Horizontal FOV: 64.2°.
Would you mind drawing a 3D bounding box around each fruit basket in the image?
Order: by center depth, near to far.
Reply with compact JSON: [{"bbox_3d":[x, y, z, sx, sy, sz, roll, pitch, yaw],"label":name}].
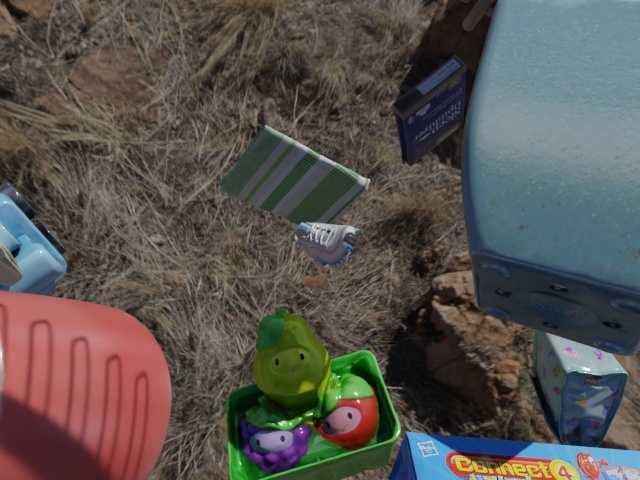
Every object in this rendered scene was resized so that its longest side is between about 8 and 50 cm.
[{"bbox_3d":[-0.036,0.349,1.115,0.391,0.392,0.283,-5,36,-10],"label":"fruit basket"}]

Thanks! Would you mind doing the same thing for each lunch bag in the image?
[{"bbox_3d":[0.600,0.353,1.229,0.160,0.223,0.262,0,115,6],"label":"lunch bag"}]

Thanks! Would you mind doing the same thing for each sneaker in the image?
[{"bbox_3d":[0.000,0.000,0.849,0.083,0.190,0.071,34,74,-13],"label":"sneaker"}]

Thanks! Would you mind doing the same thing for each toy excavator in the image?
[{"bbox_3d":[-0.706,0.032,1.134,0.222,0.433,0.445,-41,51,-21],"label":"toy excavator"}]

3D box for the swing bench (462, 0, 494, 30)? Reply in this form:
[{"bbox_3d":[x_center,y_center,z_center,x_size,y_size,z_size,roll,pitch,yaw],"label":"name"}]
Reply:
[{"bbox_3d":[0.334,-0.454,0.773,0.165,0.255,0.253,18,37,4],"label":"swing bench"}]

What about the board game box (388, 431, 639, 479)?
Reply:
[{"bbox_3d":[0.204,0.343,0.528,0.301,0.086,0.308,7,120,-7],"label":"board game box"}]

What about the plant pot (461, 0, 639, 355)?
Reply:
[{"bbox_3d":[0.259,-0.041,0.491,0.247,0.248,0.252,15,68,27],"label":"plant pot"}]

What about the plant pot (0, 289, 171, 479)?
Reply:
[{"bbox_3d":[-0.325,0.168,0.513,0.274,0.243,0.275,-3,68,7],"label":"plant pot"}]

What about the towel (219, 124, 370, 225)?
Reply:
[{"bbox_3d":[-0.064,-0.143,1.311,0.324,0.248,0.038,23,45,-28],"label":"towel"}]

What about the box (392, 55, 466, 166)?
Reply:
[{"bbox_3d":[0.204,-0.220,0.942,0.136,0.225,0.036,-39,68,-1],"label":"box"}]
